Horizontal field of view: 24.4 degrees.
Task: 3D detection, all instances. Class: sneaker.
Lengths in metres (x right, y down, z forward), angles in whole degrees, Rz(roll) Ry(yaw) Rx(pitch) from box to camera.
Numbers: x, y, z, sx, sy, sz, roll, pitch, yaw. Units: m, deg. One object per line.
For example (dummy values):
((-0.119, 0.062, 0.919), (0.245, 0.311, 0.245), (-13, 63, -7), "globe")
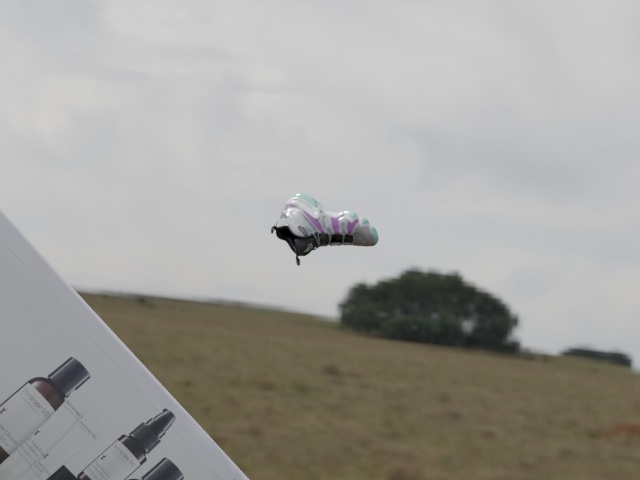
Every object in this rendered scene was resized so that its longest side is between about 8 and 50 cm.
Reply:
((0.000, 0.000, 1.395), (0.098, 0.069, 0.038), (20, -37, 20), "sneaker")

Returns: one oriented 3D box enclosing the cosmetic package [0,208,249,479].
((-0.151, 0.075, 0.771), (0.239, 0.099, 0.060), (46, -20, 5), "cosmetic package")
